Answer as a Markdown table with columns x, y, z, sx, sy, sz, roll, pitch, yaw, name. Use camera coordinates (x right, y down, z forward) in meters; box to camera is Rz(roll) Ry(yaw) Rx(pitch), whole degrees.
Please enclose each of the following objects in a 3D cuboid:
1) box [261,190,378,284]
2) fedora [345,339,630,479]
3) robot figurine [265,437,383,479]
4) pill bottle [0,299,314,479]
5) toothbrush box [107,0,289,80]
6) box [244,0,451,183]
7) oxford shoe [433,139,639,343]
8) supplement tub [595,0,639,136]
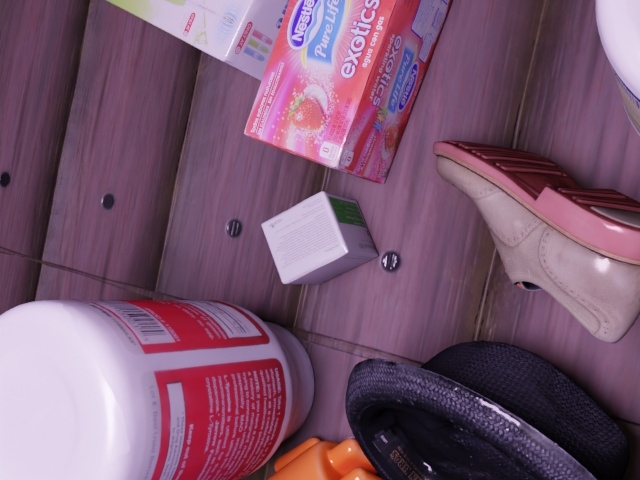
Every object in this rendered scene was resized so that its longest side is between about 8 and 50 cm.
| x | y | z | sx | sy | sz | roll | pitch | yaw | name |
| --- | --- | --- | --- | --- | --- | --- | --- | --- | --- |
| 0.000 | 0.000 | 0.934 | 0.102 | 0.101 | 0.087 | -26 | 75 | 23 | box |
| 0.191 | 0.208 | 0.760 | 0.334 | 0.334 | 0.152 | 30 | 55 | 26 | fedora |
| -0.013 | 0.337 | 0.899 | 0.219 | 0.128 | 0.158 | -41 | 74 | 19 | robot figurine |
| -0.176 | 0.183 | 0.837 | 0.229 | 0.408 | 0.229 | -3 | 84 | 27 | pill bottle |
| -0.161 | -0.384 | 1.038 | 0.283 | 0.122 | 0.206 | 33 | 101 | 24 | toothbrush box |
| 0.045 | -0.239 | 0.904 | 0.142 | 0.154 | 0.299 | 23 | 98 | 27 | box |
| 0.205 | -0.018 | 0.759 | 0.348 | 0.123 | 0.130 | -126 | 43 | -62 | oxford shoe |
| 0.378 | -0.176 | 0.629 | 0.235 | 0.325 | 0.235 | -2 | 85 | 27 | supplement tub |
